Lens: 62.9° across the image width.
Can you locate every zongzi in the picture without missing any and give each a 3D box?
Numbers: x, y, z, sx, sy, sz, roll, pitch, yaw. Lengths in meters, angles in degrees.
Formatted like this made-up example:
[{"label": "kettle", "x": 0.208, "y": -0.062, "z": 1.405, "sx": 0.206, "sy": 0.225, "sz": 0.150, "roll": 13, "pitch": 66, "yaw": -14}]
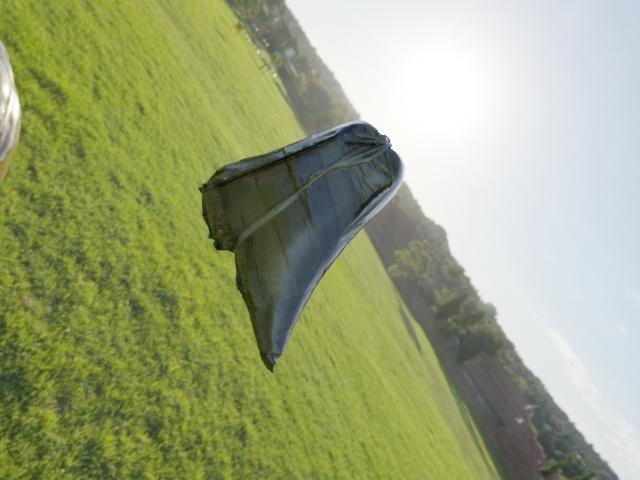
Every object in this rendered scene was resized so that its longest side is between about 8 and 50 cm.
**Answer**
[{"label": "zongzi", "x": 0.000, "y": 0.000, "z": 0.481, "sx": 0.099, "sy": 0.194, "sz": 0.197, "roll": 40, "pitch": 30, "yaw": -71}]

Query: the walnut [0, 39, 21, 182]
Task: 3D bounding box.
[{"label": "walnut", "x": -0.402, "y": -0.130, "z": 0.394, "sx": 0.333, "sy": 0.333, "sz": 0.333, "roll": 54, "pitch": 9, "yaw": -12}]
